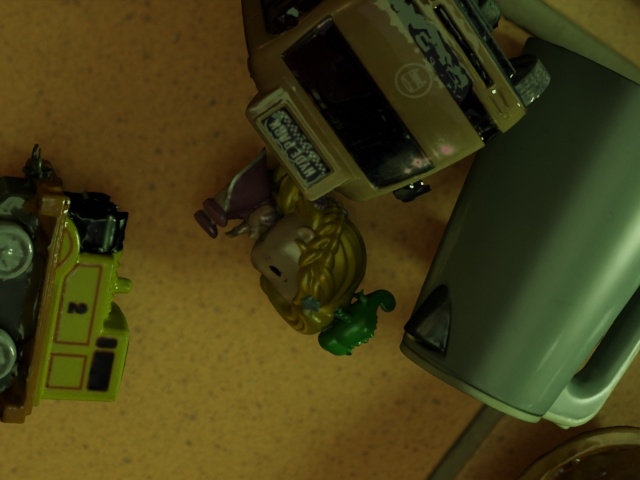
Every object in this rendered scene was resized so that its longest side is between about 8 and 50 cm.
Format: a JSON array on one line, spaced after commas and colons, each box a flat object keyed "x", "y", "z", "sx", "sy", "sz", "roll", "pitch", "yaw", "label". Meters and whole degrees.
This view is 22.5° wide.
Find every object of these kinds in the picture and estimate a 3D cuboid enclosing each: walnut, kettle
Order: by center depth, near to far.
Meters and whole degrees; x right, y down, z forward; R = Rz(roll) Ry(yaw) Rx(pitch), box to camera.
[{"x": 0.178, "y": 0.007, "z": 1.149, "sx": 0.211, "sy": 0.160, "sz": 0.243, "roll": 22, "pitch": 99, "yaw": -42, "label": "kettle"}, {"x": 0.209, "y": 0.227, "z": 1.270, "sx": 0.167, "sy": 0.087, "sz": 0.211, "roll": 41, "pitch": 98, "yaw": -10, "label": "walnut"}]

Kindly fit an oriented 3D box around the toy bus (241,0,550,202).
[{"x": 0.030, "y": -0.135, "z": 1.021, "sx": 0.157, "sy": 0.289, "sz": 0.139, "roll": -34, "pitch": 112, "yaw": 9, "label": "toy bus"}]

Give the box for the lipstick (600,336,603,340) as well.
[{"x": 0.158, "y": 0.039, "z": 1.226, "sx": 0.131, "sy": 0.038, "sz": 0.038, "roll": 29, "pitch": 104, "yaw": -14, "label": "lipstick"}]

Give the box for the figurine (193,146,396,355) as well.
[{"x": 0.000, "y": 0.000, "z": 1.173, "sx": 0.115, "sy": 0.095, "sz": 0.156, "roll": -42, "pitch": 90, "yaw": -13, "label": "figurine"}]

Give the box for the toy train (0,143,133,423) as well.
[{"x": -0.197, "y": 0.038, "z": 1.165, "sx": 0.127, "sy": 0.089, "sz": 0.219, "roll": 6, "pitch": 108, "yaw": -19, "label": "toy train"}]
